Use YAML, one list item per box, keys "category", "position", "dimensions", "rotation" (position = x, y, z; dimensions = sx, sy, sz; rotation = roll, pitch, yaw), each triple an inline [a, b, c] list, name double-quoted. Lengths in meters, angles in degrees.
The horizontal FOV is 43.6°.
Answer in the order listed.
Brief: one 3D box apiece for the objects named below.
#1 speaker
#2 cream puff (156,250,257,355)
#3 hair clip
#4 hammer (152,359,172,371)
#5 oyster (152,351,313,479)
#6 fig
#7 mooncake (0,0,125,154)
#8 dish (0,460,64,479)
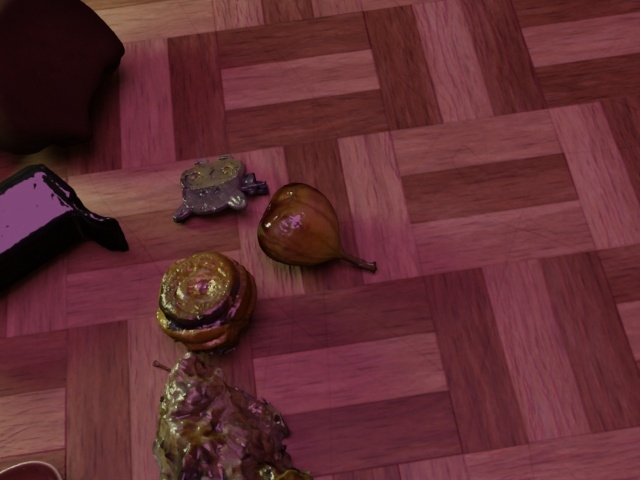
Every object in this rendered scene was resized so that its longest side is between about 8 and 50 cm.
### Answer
- category: "speaker"
  position: [-0.570, 0.028, 1.450]
  dimensions: [0.388, 0.180, 0.184]
  rotation: [-35, 72, -15]
- category: "cream puff"
  position: [-0.196, 0.115, 1.412]
  dimensions: [0.189, 0.129, 0.189]
  rotation: [-7, 55, 10]
- category: "hair clip"
  position: [-0.196, -0.107, 1.571]
  dimensions: [0.187, 0.056, 0.146]
  rotation: [-4, 55, 4]
- category: "hammer"
  position: [-0.244, 0.239, 1.416]
  dimensions: [0.123, 0.014, 0.029]
  rotation: [19, 56, 15]
- category: "oyster"
  position: [-0.160, 0.341, 1.300]
  dimensions: [0.237, 0.115, 0.351]
  rotation: [-22, 64, -9]
- category: "fig"
  position: [-0.004, -0.013, 1.461]
  dimensions: [0.230, 0.143, 0.160]
  rotation: [18, 47, 13]
- category: "mooncake"
  position: [-0.556, -0.341, 1.602]
  dimensions: [0.333, 0.174, 0.326]
  rotation: [-8, 86, -47]
- category: "dish"
  position: [-0.459, 0.466, 1.263]
  dimensions: [0.213, 0.090, 0.213]
  rotation: [-2, 63, 4]
